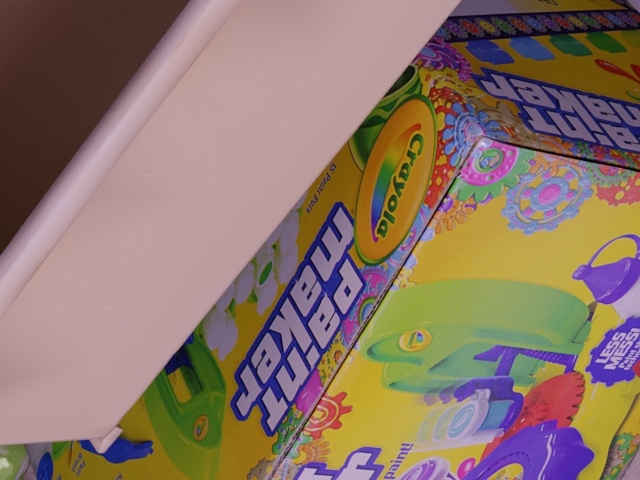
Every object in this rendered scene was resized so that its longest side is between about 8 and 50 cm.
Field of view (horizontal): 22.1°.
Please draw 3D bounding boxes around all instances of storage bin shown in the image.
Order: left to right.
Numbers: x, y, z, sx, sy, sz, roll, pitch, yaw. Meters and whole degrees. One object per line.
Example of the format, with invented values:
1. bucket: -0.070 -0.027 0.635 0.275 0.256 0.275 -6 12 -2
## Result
1. storage bin: -0.104 -0.103 0.555 0.262 0.260 0.123 -51 151 21

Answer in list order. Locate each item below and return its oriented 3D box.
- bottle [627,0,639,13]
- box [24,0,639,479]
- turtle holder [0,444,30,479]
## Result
1. bottle: 0.118 -0.057 0.844 0.283 0.118 0.092 -44 137 15
2. box: 0.000 0.000 0.710 0.177 0.279 0.290 8 126 -35
3. turtle holder: -0.246 0.121 0.721 0.320 0.243 0.227 31 95 -38
